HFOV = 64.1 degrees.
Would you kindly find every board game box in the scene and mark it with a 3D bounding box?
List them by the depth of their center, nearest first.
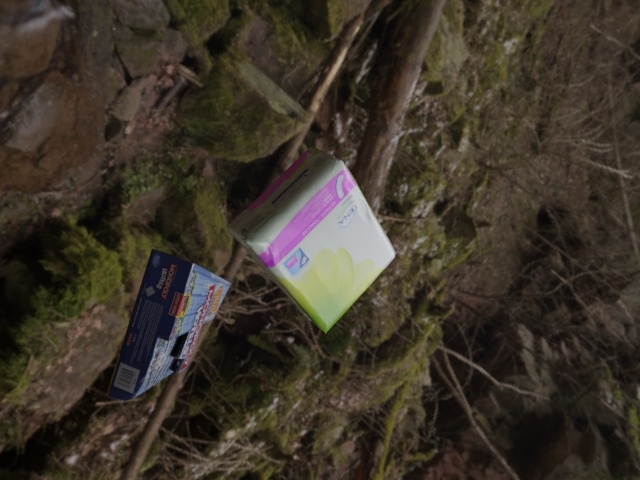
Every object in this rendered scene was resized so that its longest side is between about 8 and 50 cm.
[{"bbox_3d":[-0.194,0.107,0.713,0.194,0.060,0.194,-9,118,-81],"label":"board game box"}]

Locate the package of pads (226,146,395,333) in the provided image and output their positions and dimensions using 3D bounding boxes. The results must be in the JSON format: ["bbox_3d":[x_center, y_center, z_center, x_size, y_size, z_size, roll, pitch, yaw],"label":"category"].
[{"bbox_3d":[0.000,0.000,0.963,0.229,0.101,0.297,-45,131,-13],"label":"package of pads"}]
